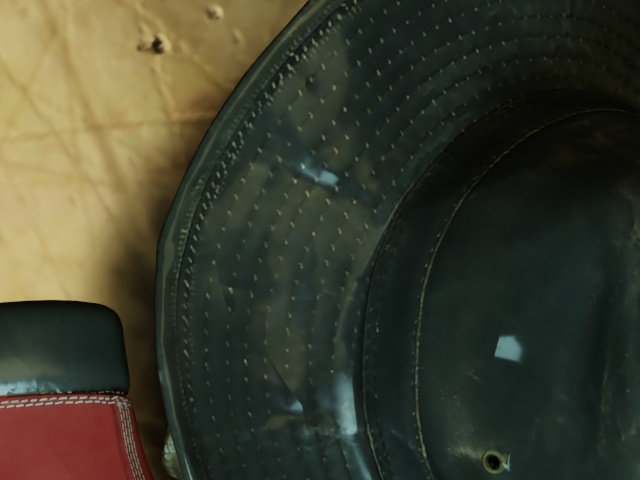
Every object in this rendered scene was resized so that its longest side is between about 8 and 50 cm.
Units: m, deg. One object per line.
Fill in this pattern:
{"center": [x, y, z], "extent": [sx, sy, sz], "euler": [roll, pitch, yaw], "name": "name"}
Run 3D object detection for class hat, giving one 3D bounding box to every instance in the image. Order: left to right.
{"center": [0.109, 0.049, 0.549], "extent": [0.331, 0.134, 0.331], "euler": [-4, 99, -28], "name": "hat"}

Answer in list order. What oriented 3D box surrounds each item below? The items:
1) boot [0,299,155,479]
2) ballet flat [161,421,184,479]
{"center": [-0.169, 0.111, 0.534], "extent": [0.244, 0.088, 0.176], "euler": [-18, 72, -8], "name": "boot"}
{"center": [0.000, 0.000, 0.604], "extent": [0.067, 0.073, 0.206], "euler": [39, 70, 18], "name": "ballet flat"}
